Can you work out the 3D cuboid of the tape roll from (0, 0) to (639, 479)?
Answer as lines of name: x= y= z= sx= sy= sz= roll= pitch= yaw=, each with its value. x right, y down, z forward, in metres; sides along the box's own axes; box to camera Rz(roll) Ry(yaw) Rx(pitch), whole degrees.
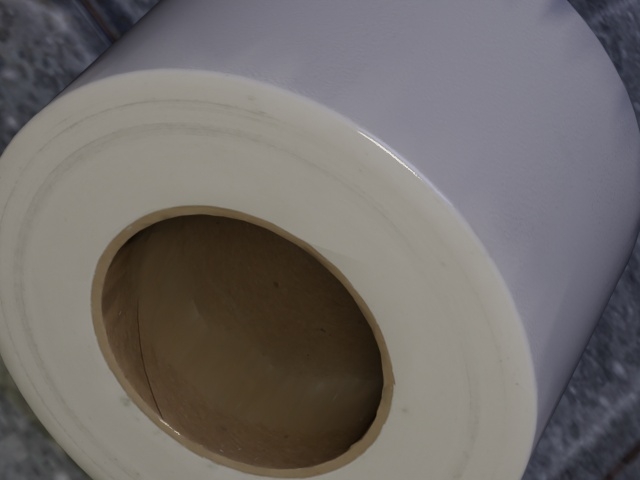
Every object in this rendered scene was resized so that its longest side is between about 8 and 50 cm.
tape roll: x=0.000 y=0.000 z=0.807 sx=0.246 sy=0.246 sz=0.169 roll=44 pitch=39 yaw=-6
